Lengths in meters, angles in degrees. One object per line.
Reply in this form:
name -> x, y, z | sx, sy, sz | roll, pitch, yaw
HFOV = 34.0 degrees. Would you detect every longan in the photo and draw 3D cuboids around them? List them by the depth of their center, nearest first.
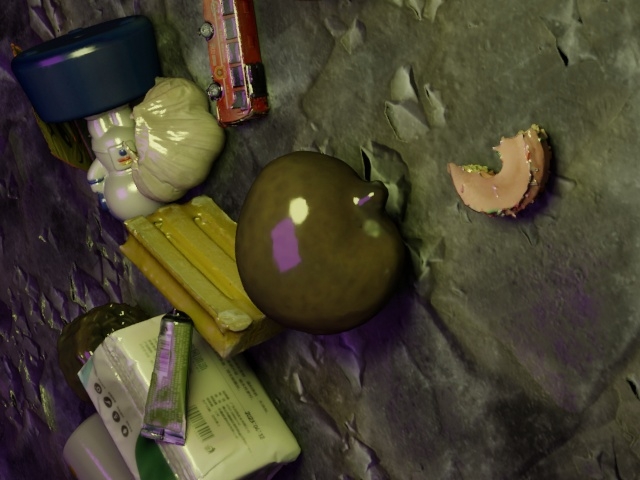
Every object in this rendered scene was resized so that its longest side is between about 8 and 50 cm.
longan -> 0.000, 0.000, 1.656 | 0.300, 0.243, 0.300 | 8, 115, 17

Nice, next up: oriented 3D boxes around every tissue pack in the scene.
tissue pack -> -0.243, 0.323, 1.959 | 0.356, 0.266, 0.194 | 56, 132, 17

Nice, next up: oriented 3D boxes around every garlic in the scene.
garlic -> -0.253, -0.175, 1.892 | 0.142, 0.178, 0.229 | 18, 98, 22

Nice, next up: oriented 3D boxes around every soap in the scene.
soap -> -0.194, 0.059, 1.888 | 0.315, 0.199, 0.091 | 42, 134, 24

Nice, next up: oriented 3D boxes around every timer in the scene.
timer -> -0.394, -0.209, 1.987 | 0.270, 0.270, 0.384 | 2, 117, 43

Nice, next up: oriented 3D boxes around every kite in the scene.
kite -> -0.529, -0.247, 2.112 | 0.327, 0.013, 0.377 | 62, -177, -39

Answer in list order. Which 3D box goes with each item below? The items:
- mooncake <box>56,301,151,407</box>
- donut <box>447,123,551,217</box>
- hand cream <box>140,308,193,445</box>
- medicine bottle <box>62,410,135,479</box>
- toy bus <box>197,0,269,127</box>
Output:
mooncake -> -0.414, 0.231, 2.128 | 0.124, 0.228, 0.228 | -34, 78, 35
donut -> 0.268, -0.089, 1.497 | 0.166, 0.065, 0.117 | -24, 84, 46
hand cream -> -0.259, 0.231, 1.804 | 0.086, 0.055, 0.235 | 9, 96, 18
medicine bottle -> -0.359, 0.513, 2.162 | 0.340, 0.208, 0.208 | 48, 130, 23
toy bus -> -0.150, -0.317, 1.822 | 0.096, 0.073, 0.235 | -4, 99, 37
